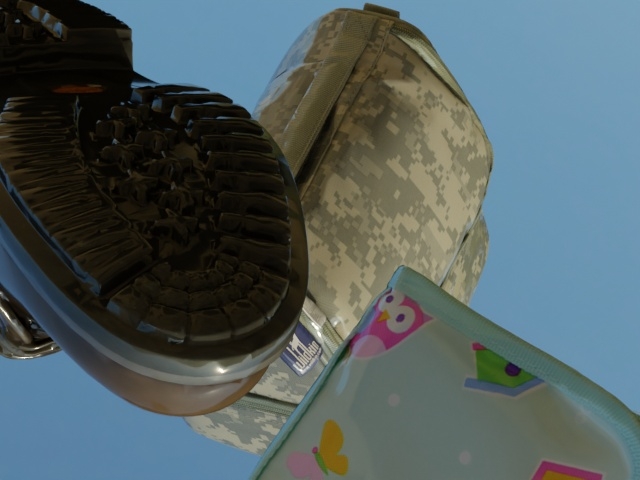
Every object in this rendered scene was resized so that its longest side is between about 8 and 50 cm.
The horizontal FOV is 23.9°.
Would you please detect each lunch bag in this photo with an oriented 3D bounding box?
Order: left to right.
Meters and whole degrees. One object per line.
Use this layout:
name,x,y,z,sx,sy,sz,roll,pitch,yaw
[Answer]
lunch bag,0.000,0.000,1.167,0.213,0.256,0.305,14,-124,21
lunch bag,0.077,0.162,0.571,0.262,0.223,0.160,33,179,-3

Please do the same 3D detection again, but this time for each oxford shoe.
oxford shoe,-0.065,0.000,0.429,0.083,0.096,0.227,-3,-157,-23
